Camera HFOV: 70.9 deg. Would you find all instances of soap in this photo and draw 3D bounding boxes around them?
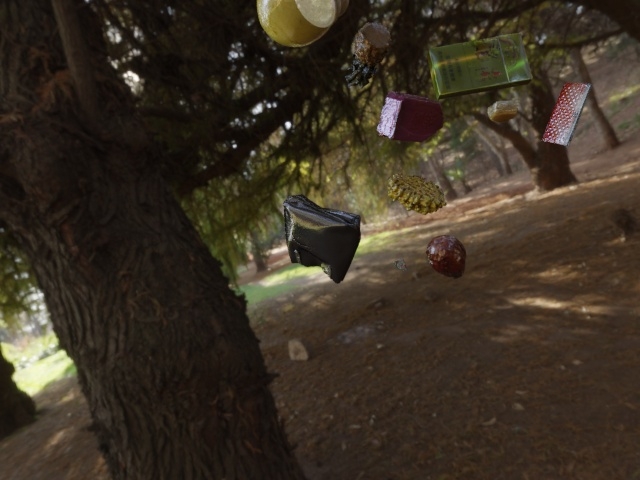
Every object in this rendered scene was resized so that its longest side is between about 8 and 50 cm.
[{"bbox_3d":[0.339,-0.450,1.647,0.250,0.162,0.099,-7,26,-35],"label":"soap"}]

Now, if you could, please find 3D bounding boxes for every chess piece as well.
[{"bbox_3d":[0.072,-0.776,1.318,0.299,0.167,0.167,-47,11,-22],"label":"chess piece"}]

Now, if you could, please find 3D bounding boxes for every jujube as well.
[{"bbox_3d":[0.649,0.088,2.306,0.197,0.197,0.290,-20,-40,20],"label":"jujube"}]

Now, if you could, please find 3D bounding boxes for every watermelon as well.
[{"bbox_3d":[0.405,0.111,2.292,0.061,0.085,0.085,-57,-16,23],"label":"watermelon"}]

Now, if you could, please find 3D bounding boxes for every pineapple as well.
[{"bbox_3d":[0.157,-0.636,1.575,0.128,0.128,0.248,-21,-11,-18],"label":"pineapple"}]

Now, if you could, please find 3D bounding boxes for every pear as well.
[{"bbox_3d":[-0.095,-0.983,1.859,0.349,0.348,0.348,-21,1,0],"label":"pear"}]

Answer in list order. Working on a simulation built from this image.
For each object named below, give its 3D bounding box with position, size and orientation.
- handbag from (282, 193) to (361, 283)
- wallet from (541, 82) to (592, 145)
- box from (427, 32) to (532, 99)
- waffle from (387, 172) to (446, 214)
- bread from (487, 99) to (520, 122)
[{"bbox_3d":[0.000,0.000,1.740,0.342,0.287,0.152,24,30,30],"label":"handbag"},{"bbox_3d":[0.799,-0.412,1.462,0.020,0.196,0.103,6,18,-25],"label":"wallet"},{"bbox_3d":[0.525,-0.577,1.490,0.312,0.172,0.043,-9,-10,0],"label":"box"},{"bbox_3d":[0.322,-0.160,1.514,0.193,0.070,0.197,7,34,-15],"label":"waffle"},{"bbox_3d":[0.776,-0.548,1.911,0.106,0.082,0.125,-9,2,2],"label":"bread"}]
